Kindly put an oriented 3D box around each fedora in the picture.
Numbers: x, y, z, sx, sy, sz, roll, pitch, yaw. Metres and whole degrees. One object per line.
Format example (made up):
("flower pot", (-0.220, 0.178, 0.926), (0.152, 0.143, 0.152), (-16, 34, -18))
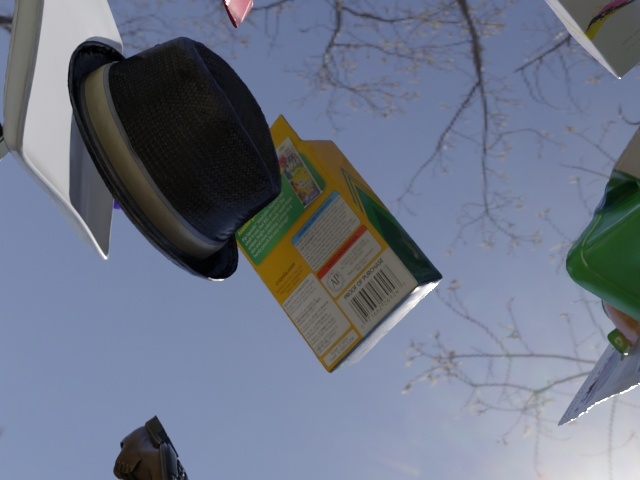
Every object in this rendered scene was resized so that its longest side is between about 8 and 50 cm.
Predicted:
("fedora", (-0.153, -0.123, 1.077), (0.152, 0.334, 0.334), (-30, -107, 15))

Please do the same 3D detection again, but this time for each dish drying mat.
("dish drying mat", (-0.072, -0.212, 0.783), (0.008, 0.083, 0.032), (36, -91, 1))

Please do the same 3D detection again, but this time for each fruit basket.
("fruit basket", (0.292, -0.013, 0.704), (0.165, 0.327, 0.353), (34, -12, 9))

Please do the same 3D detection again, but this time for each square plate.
("square plate", (-0.313, -0.189, 1.094), (0.347, 0.049, 0.344), (86, 2, -70))

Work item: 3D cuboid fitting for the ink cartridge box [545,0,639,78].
("ink cartridge box", (0.259, -0.235, 0.847), (0.067, 0.198, 0.115), (-41, -144, 17))

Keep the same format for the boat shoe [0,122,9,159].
("boat shoe", (-0.447, -0.077, 0.997), (0.077, 0.219, 0.070), (18, -37, 23))

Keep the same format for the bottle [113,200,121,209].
("bottle", (-0.268, -0.155, 1.575), (0.092, 0.282, 0.118), (39, -42, 26))

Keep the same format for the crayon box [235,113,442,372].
("crayon box", (0.000, 0.000, 1.288), (0.203, 0.083, 0.323), (-48, -111, 29))

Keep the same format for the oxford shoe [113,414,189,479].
("oxford shoe", (-0.253, 0.342, 1.308), (0.083, 0.096, 0.227), (67, -15, -15))
